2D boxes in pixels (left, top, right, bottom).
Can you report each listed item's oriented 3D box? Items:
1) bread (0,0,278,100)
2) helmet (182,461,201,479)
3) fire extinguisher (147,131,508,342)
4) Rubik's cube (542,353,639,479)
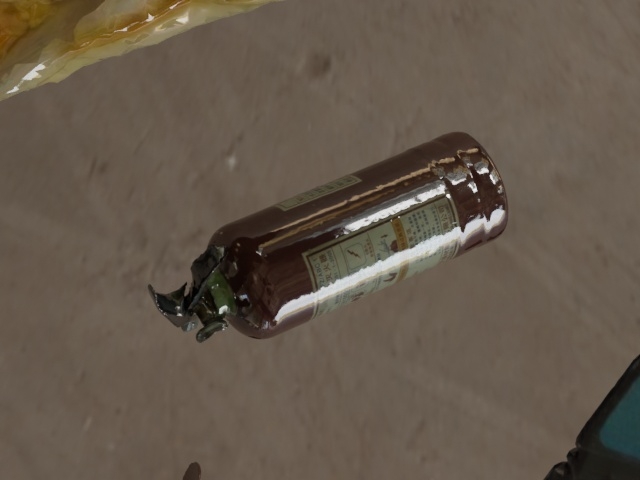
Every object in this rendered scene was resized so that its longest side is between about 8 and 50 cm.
[{"bbox_3d":[-0.204,-0.253,0.877,0.390,0.279,0.371,-19,111,-4],"label":"bread"},{"bbox_3d":[-0.086,0.231,1.470,0.057,0.089,0.111,17,85,-11],"label":"helmet"},{"bbox_3d":[0.000,0.000,1.086,0.231,0.099,0.071,-22,70,-25],"label":"fire extinguisher"},{"bbox_3d":[0.122,0.075,0.500,0.211,0.190,0.178,15,120,38],"label":"Rubik's cube"}]
